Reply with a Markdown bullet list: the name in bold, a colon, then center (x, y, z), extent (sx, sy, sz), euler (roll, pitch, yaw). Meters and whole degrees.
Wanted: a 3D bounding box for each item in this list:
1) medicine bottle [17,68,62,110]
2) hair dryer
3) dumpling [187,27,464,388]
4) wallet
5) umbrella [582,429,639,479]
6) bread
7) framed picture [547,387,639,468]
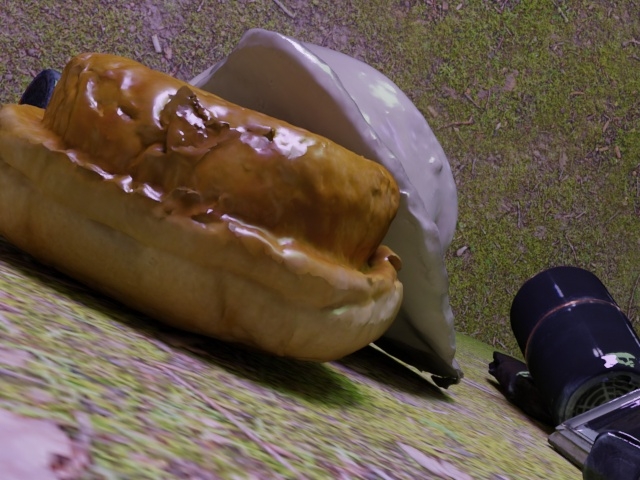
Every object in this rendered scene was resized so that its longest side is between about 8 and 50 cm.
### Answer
- **medicine bottle**: center (-0.198, -0.086, 1.016), extent (0.293, 0.141, 0.141), euler (24, 0, -36)
- **hair dryer**: center (0.358, 0.158, 0.857), extent (0.352, 0.107, 0.189), euler (24, 22, -11)
- **dumpling**: center (0.000, 0.000, 0.739), extent (0.315, 0.233, 0.395), euler (56, -14, 6)
- **wallet**: center (0.282, 0.185, 1.014), extent (0.165, 0.042, 0.309), euler (28, 1, 3)
- **umbrella**: center (0.223, 0.147, 0.410), extent (0.236, 0.059, 0.066), euler (26, -16, 48)
- **bread**: center (-0.063, -0.018, 0.488), extent (0.236, 0.120, 0.198), euler (23, 6, 11)
- **framed picture**: center (0.316, 0.096, 0.588), extent (0.232, 0.296, 0.019), euler (-164, -130, -84)
